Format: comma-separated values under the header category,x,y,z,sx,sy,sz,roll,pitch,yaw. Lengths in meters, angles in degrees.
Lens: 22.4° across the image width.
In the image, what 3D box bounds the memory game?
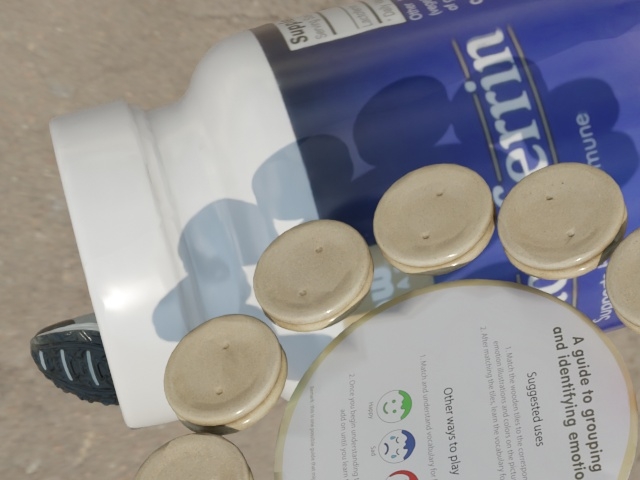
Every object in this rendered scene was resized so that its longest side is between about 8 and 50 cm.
category,x,y,z,sx,sy,sz,roll,pitch,yaw
memory game,0.034,0.053,0.426,0.186,0.012,0.186,-13,50,16

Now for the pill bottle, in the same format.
category,x,y,z,sx,sy,sz,roll,pitch,yaw
pill bottle,0.036,-0.021,0.635,0.264,0.153,0.153,-16,83,-7

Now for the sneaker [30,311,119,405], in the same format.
category,x,y,z,sx,sy,sz,roll,pitch,yaw
sneaker,-0.183,0.107,1.772,0.271,0.108,0.100,-7,122,5
